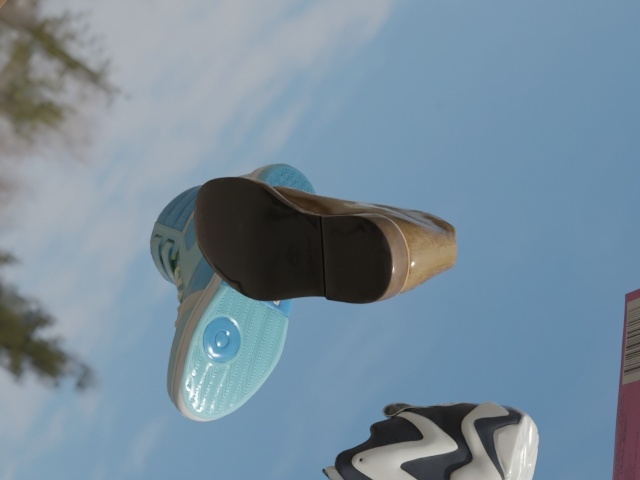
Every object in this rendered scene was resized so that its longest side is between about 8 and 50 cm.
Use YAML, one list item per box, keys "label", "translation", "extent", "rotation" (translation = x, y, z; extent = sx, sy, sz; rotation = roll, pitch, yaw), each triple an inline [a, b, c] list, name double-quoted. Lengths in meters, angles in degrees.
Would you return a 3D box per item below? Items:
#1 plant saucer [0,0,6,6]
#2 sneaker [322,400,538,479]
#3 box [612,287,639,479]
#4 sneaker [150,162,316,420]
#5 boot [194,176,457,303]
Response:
- label: "plant saucer"
  translation: [-0.355, -0.234, 1.679]
  extent: [0.278, 0.041, 0.278]
  rotation: [-30, 158, -14]
- label: "sneaker"
  translation: [0.063, 0.225, 1.493]
  extent: [0.153, 0.094, 0.235]
  rotation: [10, -106, 24]
- label: "box"
  translation: [0.417, 0.161, 1.889]
  extent: [0.117, 0.243, 0.213]
  rotation: [138, -42, -76]
- label: "sneaker"
  translation: [-0.134, 0.065, 2.282]
  extent: [0.208, 0.127, 0.319]
  rotation: [-5, -125, 48]
- label: "boot"
  translation: [0.000, 0.000, 1.850]
  extent: [0.305, 0.115, 0.112]
  rotation: [13, -72, 46]
